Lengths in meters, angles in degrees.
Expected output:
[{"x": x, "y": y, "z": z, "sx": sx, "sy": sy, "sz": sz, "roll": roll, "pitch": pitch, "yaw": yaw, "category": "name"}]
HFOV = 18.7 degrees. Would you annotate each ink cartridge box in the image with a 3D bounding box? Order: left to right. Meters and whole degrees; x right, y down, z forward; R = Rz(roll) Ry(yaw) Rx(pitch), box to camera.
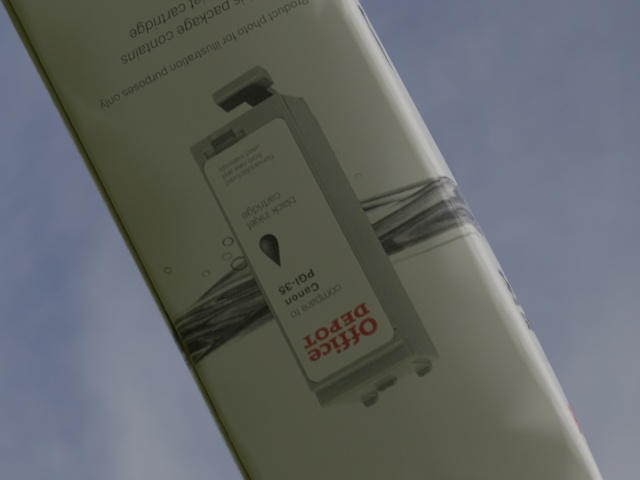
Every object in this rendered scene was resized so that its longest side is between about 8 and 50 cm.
[{"x": 0.000, "y": 0.000, "z": 0.772, "sx": 0.283, "sy": 0.117, "sz": 0.207, "roll": 63, "pitch": 4, "yaw": 7, "category": "ink cartridge box"}]
